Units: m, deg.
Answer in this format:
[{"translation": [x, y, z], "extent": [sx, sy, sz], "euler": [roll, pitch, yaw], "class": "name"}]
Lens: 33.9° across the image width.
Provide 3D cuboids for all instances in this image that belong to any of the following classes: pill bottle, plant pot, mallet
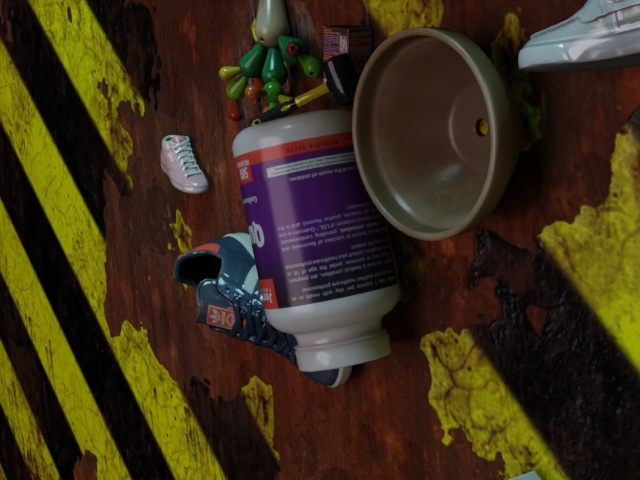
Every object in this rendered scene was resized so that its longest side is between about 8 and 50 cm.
[{"translation": [0.000, 0.000, 1.372], "extent": [0.181, 0.182, 0.322], "euler": [-11, 90, 54], "class": "pill bottle"}, {"translation": [0.150, -0.124, 1.198], "extent": [0.237, 0.110, 0.237], "euler": [17, 112, 49], "class": "plant pot"}, {"translation": [-0.020, -0.175, 1.376], "extent": [0.190, 0.039, 0.062], "euler": [-30, 89, 39], "class": "mallet"}]

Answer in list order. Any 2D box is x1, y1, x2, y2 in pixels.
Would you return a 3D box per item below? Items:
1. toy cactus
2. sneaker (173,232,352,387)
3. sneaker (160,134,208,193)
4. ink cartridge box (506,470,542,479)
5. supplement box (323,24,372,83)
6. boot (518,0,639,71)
[{"translation": [-0.077, -0.258, 1.488], "extent": [0.219, 0.112, 0.180], "euler": [-10, 82, 62], "class": "toy cactus"}, {"translation": [-0.098, 0.113, 1.562], "extent": [0.350, 0.148, 0.131], "euler": [37, 127, 42], "class": "sneaker"}, {"translation": [-0.229, -0.132, 1.753], "extent": [0.134, 0.051, 0.070], "euler": [42, 136, 45], "class": "sneaker"}, {"translation": [0.246, 0.442, 1.216], "extent": [0.283, 0.117, 0.207], "euler": [56, 138, 27], "class": "ink cartridge box"}, {"translation": [0.035, -0.238, 1.376], "extent": [0.055, 0.043, 0.083], "euler": [20, 116, 49], "class": "supplement box"}, {"translation": [0.299, -0.235, 0.999], "extent": [0.258, 0.095, 0.123], "euler": [-4, 90, 45], "class": "boot"}]
